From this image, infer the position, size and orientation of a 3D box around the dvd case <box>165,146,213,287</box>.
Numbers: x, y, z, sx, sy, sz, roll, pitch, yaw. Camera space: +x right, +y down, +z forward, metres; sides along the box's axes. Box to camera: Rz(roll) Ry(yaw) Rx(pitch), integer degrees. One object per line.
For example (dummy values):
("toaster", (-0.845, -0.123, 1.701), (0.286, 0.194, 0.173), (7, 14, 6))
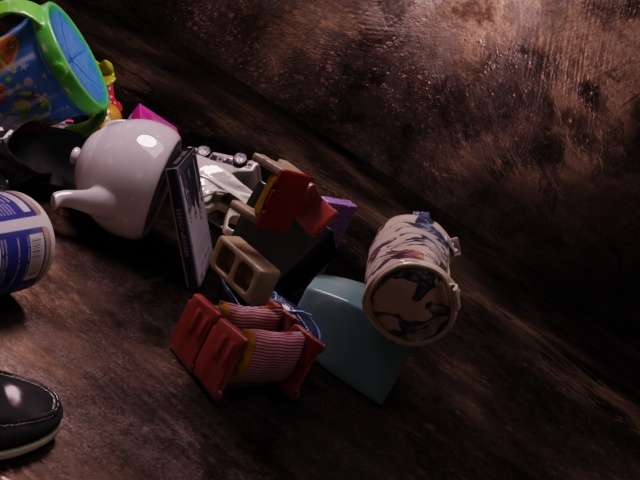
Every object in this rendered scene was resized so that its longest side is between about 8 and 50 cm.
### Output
("dvd case", (-0.254, -0.048, 1.688), (0.029, 0.239, 0.179), (-6, 18, 4))

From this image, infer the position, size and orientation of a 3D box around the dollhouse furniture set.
("dollhouse furniture set", (-0.069, 0.068, 1.397), (0.201, 0.374, 0.152), (8, 24, -49))

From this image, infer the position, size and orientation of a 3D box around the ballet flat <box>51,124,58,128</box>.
("ballet flat", (-0.683, -0.326, 1.934), (0.106, 0.107, 0.316), (13, 34, -55))

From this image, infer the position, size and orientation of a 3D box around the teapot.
("teapot", (-0.390, -0.137, 1.661), (0.187, 0.253, 0.256), (21, -9, -3))

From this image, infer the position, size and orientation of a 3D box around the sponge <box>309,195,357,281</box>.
("sponge", (0.000, 0.000, 1.978), (0.031, 0.210, 0.117), (37, 19, 31))

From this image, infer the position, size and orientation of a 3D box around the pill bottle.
("pill bottle", (-0.502, 0.015, 1.173), (0.153, 0.153, 0.264), (35, 17, 12))

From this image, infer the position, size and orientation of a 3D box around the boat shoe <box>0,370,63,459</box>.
("boat shoe", (-0.430, 0.161, 0.955), (0.340, 0.113, 0.127), (17, 21, -38))

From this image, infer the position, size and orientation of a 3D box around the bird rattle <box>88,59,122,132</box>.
("bird rattle", (-0.544, -0.315, 2.093), (0.207, 0.143, 0.253), (62, -13, 15))

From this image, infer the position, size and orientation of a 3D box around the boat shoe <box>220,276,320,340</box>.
("boat shoe", (-0.109, 0.139, 1.605), (0.258, 0.109, 0.089), (27, -7, 41))

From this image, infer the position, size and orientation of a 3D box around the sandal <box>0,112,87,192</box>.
("sandal", (-0.545, -0.168, 1.570), (0.445, 0.107, 0.168), (-10, 86, -66))

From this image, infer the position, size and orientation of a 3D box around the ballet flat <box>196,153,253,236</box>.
("ballet flat", (-0.218, -0.072, 1.981), (0.400, 0.139, 0.139), (33, 17, 1))

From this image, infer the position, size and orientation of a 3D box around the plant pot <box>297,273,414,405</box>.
("plant pot", (0.065, 0.175, 1.696), (0.234, 0.166, 0.165), (27, 17, 5))

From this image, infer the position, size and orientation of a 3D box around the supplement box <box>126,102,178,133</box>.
("supplement box", (-0.391, -0.208, 1.932), (0.114, 0.111, 0.220), (33, 14, -23))

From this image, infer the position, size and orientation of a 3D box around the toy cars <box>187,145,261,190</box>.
("toy cars", (-0.165, -0.103, 2.110), (0.393, 0.176, 0.087), (35, 56, -25))

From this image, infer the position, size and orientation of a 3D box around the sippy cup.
("sippy cup", (-0.574, -0.318, 1.700), (0.240, 0.224, 0.306), (-97, 162, -73))

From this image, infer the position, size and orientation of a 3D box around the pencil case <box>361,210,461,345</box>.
("pencil case", (0.176, 0.062, 1.608), (0.410, 0.183, 0.160), (-67, 136, -75))

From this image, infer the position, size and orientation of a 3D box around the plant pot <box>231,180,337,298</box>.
("plant pot", (-0.091, 0.018, 1.782), (0.188, 0.167, 0.187), (34, -10, 12))

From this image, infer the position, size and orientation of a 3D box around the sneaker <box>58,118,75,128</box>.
("sneaker", (-0.611, -0.297, 1.994), (0.170, 0.075, 0.063), (36, 18, 15))
